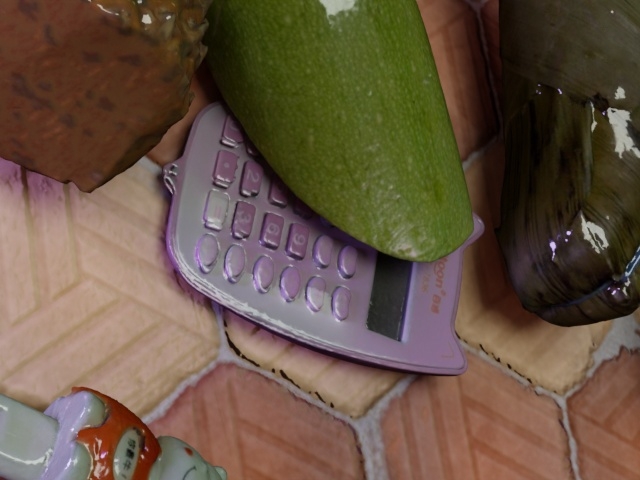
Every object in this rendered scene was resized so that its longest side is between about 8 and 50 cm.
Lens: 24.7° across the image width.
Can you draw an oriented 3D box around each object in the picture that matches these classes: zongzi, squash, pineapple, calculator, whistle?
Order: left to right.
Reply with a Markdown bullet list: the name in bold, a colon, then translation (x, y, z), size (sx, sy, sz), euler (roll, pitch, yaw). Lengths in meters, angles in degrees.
- **whistle**: translation (-0.151, 0.158, 0.978), size (0.253, 0.106, 0.102), euler (30, 16, -22)
- **pineapple**: translation (-0.165, -0.225, 1.079), size (0.202, 0.202, 0.362), euler (30, 43, -23)
- **calculator**: translation (-0.001, 0.000, 1.188), size (0.294, 0.043, 0.194), euler (23, 61, -23)
- **squash**: translation (0.008, -0.110, 1.209), size (0.189, 0.189, 0.261), euler (-34, 116, -39)
- **zongzi**: translation (0.206, -0.134, 1.281), size (0.360, 0.160, 0.323), euler (55, 42, -20)
